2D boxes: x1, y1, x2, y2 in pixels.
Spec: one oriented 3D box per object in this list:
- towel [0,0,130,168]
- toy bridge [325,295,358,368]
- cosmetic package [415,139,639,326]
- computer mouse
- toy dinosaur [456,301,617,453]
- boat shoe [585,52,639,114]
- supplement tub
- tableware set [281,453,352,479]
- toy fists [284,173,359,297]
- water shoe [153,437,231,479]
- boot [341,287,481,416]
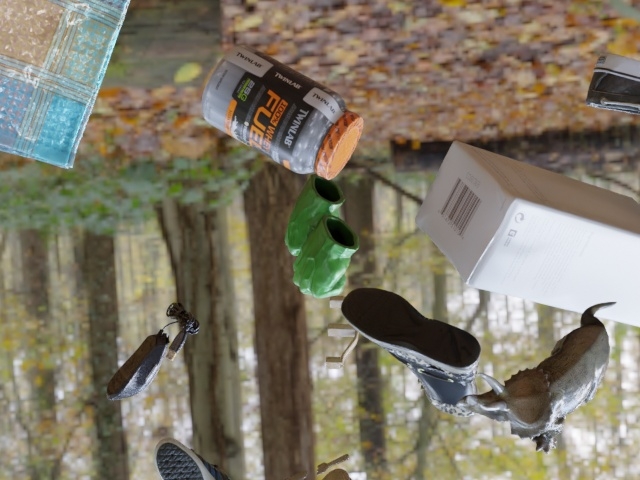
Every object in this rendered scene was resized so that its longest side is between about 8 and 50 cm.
[{"bbox_3d":[-0.500,-0.322,1.862,0.271,0.370,0.040,15,-164,-31],"label":"towel"},{"bbox_3d":[0.046,0.184,2.206,0.063,0.026,0.188,1,-136,4],"label":"toy bridge"},{"bbox_3d":[0.368,-0.004,1.664,0.385,0.156,0.217,16,-158,-26],"label":"cosmetic package"},{"bbox_3d":[-0.349,0.257,2.323,0.060,0.262,0.184,42,167,-23],"label":"computer mouse"},{"bbox_3d":[0.316,0.179,1.395,0.313,0.121,0.160,-31,162,-23],"label":"toy dinosaur"},{"bbox_3d":[0.580,-0.208,1.722,0.306,0.105,0.113,18,-177,3],"label":"boat shoe"},{"bbox_3d":[-0.048,-0.162,1.390,0.190,0.117,0.117,29,-168,14],"label":"supplement tub"},{"bbox_3d":[-0.007,0.455,1.855,0.039,0.128,0.194,34,134,-28],"label":"tableware set"},{"bbox_3d":[0.000,0.000,2.037,0.096,0.142,0.279,20,-151,-24],"label":"toy fists"},{"bbox_3d":[-0.209,0.413,1.862,0.073,0.203,0.080,-41,-170,9],"label":"water shoe"},{"bbox_3d":[0.144,0.177,1.662,0.236,0.085,0.178,24,152,28],"label":"boot"}]
